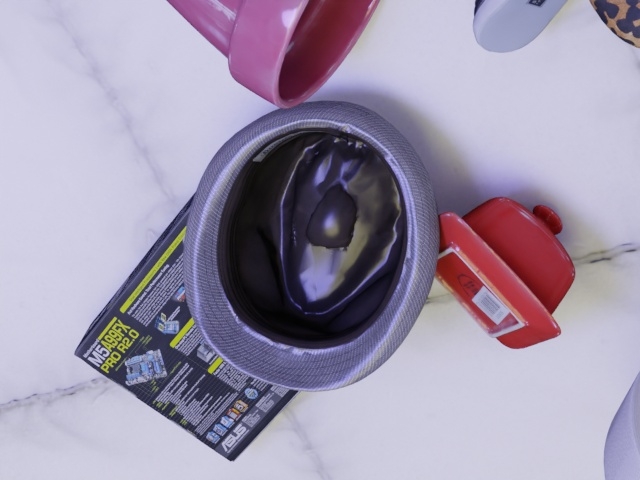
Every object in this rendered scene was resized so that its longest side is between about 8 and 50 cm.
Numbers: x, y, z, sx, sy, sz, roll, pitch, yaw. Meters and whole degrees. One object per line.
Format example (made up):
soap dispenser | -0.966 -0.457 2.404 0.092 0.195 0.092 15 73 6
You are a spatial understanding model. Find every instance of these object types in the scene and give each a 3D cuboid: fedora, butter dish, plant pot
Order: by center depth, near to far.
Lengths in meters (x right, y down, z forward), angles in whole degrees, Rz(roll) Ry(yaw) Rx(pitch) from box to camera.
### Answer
plant pot | -0.055 -0.246 1.640 0.180 0.201 0.201 32 129 13
butter dish | 0.185 0.013 1.788 0.160 0.118 0.160 48 163 -1
fedora | 0.000 0.000 1.794 0.244 0.124 0.275 11 97 12

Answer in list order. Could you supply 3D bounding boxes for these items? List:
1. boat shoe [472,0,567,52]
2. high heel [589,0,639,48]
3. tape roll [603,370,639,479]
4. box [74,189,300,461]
boat shoe | 0.208 -0.256 1.611 0.080 0.076 0.228 13 140 -26
high heel | 0.343 -0.251 1.558 0.186 0.093 0.261 22 133 -1
tape roll | 0.448 0.233 1.682 0.392 0.392 0.072 22 128 2
box | -0.105 0.088 1.964 0.216 0.060 0.270 35 127 -7
